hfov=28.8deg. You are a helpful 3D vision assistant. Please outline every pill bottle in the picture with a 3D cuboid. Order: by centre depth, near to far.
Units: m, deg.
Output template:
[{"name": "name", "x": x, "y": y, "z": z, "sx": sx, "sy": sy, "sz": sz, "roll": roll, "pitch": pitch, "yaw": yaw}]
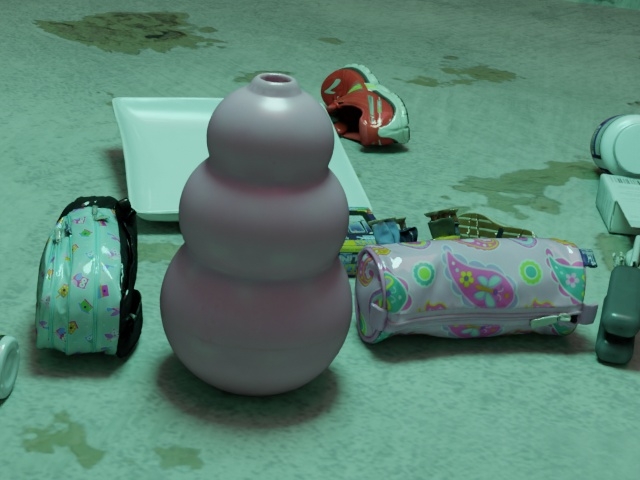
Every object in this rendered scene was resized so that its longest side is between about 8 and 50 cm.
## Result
[{"name": "pill bottle", "x": -0.368, "y": 0.120, "z": 1.256, "sx": 0.116, "sy": 0.065, "sz": 0.065, "roll": 9, "pitch": 22, "yaw": 4}, {"name": "pill bottle", "x": 0.506, "y": -0.152, "z": 2.032, "sx": 0.108, "sy": 0.108, "sz": 0.193, "roll": 7, "pitch": 6, "yaw": 4}]

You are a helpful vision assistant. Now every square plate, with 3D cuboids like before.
[{"name": "square plate", "x": -0.127, "y": -0.117, "z": 1.861, "sx": 0.343, "sy": 0.049, "sz": 0.347, "roll": -1, "pitch": 33, "yaw": -14}]

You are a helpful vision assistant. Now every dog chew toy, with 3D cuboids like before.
[{"name": "dog chew toy", "x": -0.060, "y": -0.009, "z": 1.297, "sx": 0.206, "sy": 0.332, "sz": 0.207, "roll": 5, "pitch": 21, "yaw": -2}]

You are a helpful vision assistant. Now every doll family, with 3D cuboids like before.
[{"name": "doll family", "x": 0.131, "y": 0.021, "z": 1.597, "sx": 0.192, "sy": 0.111, "sz": 0.076, "roll": -9, "pitch": -3, "yaw": -26}]

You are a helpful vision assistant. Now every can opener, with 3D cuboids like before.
[{"name": "can opener", "x": 0.398, "y": 0.070, "z": 1.564, "sx": 0.093, "sy": 0.074, "sz": 0.280, "roll": 14, "pitch": 24, "yaw": 17}]

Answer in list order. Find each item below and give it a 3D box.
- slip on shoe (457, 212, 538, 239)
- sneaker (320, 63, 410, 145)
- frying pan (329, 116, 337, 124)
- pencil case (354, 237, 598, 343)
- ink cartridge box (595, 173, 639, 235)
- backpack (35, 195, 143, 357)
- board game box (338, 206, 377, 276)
[{"name": "slip on shoe", "x": 0.250, "y": -0.004, "z": 1.757, "sx": 0.135, "sy": 0.051, "sz": 0.041, "roll": 13, "pitch": -18, "yaw": 36}, {"name": "sneaker", "x": 0.053, "y": -0.239, "z": 2.203, "sx": 0.118, "sy": 0.107, "sz": 0.279, "roll": -14, "pitch": 25, "yaw": -20}, {"name": "frying pan", "x": -0.150, "y": -0.185, "z": 2.074, "sx": 0.197, "sy": 0.053, "sz": 0.326, "roll": 26, "pitch": 29, "yaw": 36}, {"name": "pencil case", "x": 0.182, "y": 0.060, "z": 1.478, "sx": 0.284, "sy": 0.124, "sz": 0.124, "roll": 0, "pitch": 23, "yaw": -17}, {"name": "ink cartridge box", "x": 0.569, "y": -0.024, "z": 1.860, "sx": 0.275, "sy": 0.060, "sz": 0.239, "roll": 6, "pitch": 23, "yaw": 0}, {"name": "backpack", "x": -0.256, "y": 0.052, "z": 1.377, "sx": 0.115, "sy": 0.152, "sz": 0.182, "roll": -3, "pitch": 35, "yaw": -7}, {"name": "board game box", "x": 0.000, "y": 0.000, "z": 1.669, "sx": 0.170, "sy": 0.048, "sz": 0.141, "roll": 1, "pitch": 25, "yaw": -14}]
